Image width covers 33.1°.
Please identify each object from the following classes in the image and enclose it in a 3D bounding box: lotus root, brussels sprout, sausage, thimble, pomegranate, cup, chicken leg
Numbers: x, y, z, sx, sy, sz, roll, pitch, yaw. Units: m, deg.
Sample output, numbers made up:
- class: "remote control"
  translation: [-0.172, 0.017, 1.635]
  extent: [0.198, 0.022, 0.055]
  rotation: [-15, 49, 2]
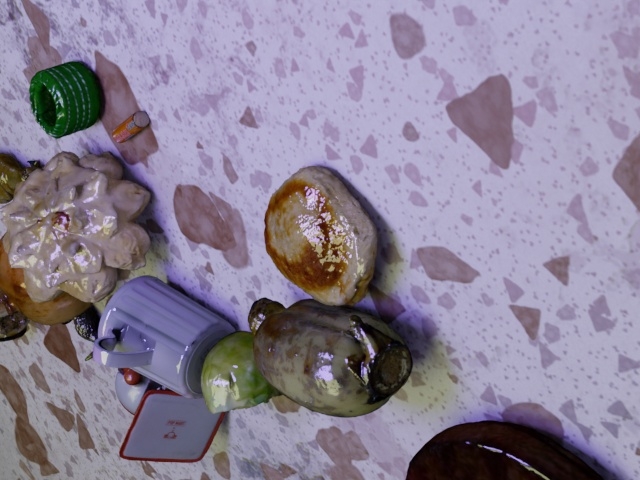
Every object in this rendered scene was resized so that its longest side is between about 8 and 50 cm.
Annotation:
- class: "lotus root"
  translation: [0.005, 0.161, 1.581]
  extent: [0.309, 0.173, 0.173]
  rotation: [17, 128, 49]
- class: "brussels sprout"
  translation: [-0.136, 0.214, 1.795]
  extent: [0.152, 0.149, 0.122]
  rotation: [-14, 93, 40]
- class: "sausage"
  translation: [-0.325, -0.187, 1.813]
  extent: [0.107, 0.031, 0.031]
  rotation: [-23, 97, 52]
- class: "thimble"
  translation: [-0.442, -0.243, 1.858]
  extent: [0.118, 0.090, 0.130]
  rotation: [34, 136, 32]
- class: "pomegranate"
  translation: [-0.527, 0.059, 2.059]
  extent: [0.215, 0.215, 0.215]
  rotation: [28, 134, 34]
- class: "cup"
  translation: [-0.279, 0.189, 1.879]
  extent: [0.202, 0.221, 0.166]
  rotation: [24, 143, 32]
- class: "chicken leg"
  translation: [-0.621, -0.123, 2.161]
  extent: [0.228, 0.088, 0.103]
  rotation: [10, 112, 38]

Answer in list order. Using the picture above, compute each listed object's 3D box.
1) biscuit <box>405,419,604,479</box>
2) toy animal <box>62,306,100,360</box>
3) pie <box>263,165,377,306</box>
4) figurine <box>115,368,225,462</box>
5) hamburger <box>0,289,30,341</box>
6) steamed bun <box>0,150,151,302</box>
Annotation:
- class: "biscuit"
  translation: [0.294, 0.428, 1.504]
  extent: [0.407, 0.091, 0.407]
  rotation: [27, 134, 32]
- class: "toy animal"
  translation: [-0.490, 0.171, 2.227]
  extent: [0.202, 0.070, 0.105]
  rotation: [46, 123, 22]
- class: "pie"
  translation: [0.000, 0.000, 1.534]
  extent: [0.205, 0.084, 0.179]
  rotation: [51, 143, 14]
- class: "figurine"
  translation: [-0.317, 0.292, 2.058]
  extent: [0.226, 0.183, 0.160]
  rotation: [46, 116, 48]
- class: "hamburger"
  translation: [-0.735, 0.152, 2.416]
  extent: [0.185, 0.159, 0.131]
  rotation: [54, 145, 38]
- class: "steamed bun"
  translation: [-0.451, -0.024, 1.877]
  extent: [0.295, 0.137, 0.292]
  rotation: [39, 101, 20]
